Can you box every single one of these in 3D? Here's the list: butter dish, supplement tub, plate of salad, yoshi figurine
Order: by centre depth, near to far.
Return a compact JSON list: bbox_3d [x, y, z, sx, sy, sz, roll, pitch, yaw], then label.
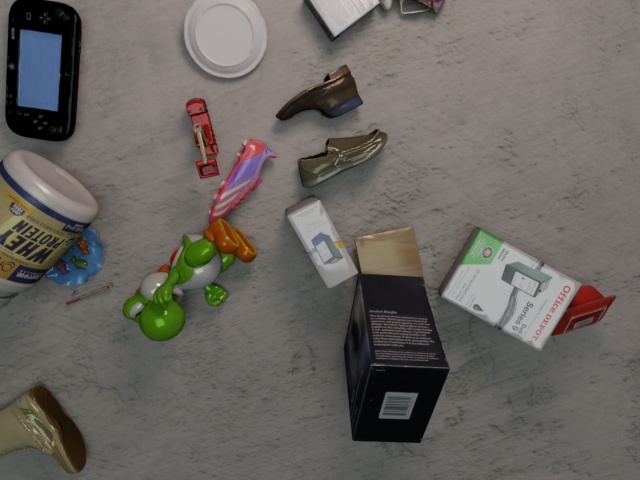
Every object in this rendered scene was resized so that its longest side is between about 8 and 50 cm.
[{"bbox_3d":[-0.703,-0.024,1.154,0.228,0.228,0.316,42,92,-11],"label":"supplement tub"},{"bbox_3d":[-0.229,-0.498,1.215,0.200,0.048,0.199,-2,112,-4],"label":"plate of salad"},{"bbox_3d":[-0.330,0.122,1.261,0.362,0.203,0.203,-38,108,6],"label":"yoshi figurine"},{"bbox_3d":[0.706,0.176,1.401,0.160,0.118,0.159,-17,143,-2],"label":"butter dish"}]

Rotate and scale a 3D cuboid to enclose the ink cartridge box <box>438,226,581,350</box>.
[{"bbox_3d":[0.493,0.123,1.329,0.289,0.121,0.211,29,97,6],"label":"ink cartridge box"}]

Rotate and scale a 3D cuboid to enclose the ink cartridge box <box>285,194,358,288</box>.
[{"bbox_3d":[0.000,0.000,1.279,0.093,0.154,0.212,-27,101,-1],"label":"ink cartridge box"}]

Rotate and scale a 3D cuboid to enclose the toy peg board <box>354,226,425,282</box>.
[{"bbox_3d":[0.182,0.059,1.358,0.161,0.079,0.160,-11,87,-2],"label":"toy peg board"}]

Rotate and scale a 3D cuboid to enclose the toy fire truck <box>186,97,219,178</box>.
[{"bbox_3d":[-0.286,-0.250,1.214,0.047,0.135,0.192,-13,102,-2],"label":"toy fire truck"}]

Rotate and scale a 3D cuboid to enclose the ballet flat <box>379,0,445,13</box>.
[{"bbox_3d":[0.197,-0.599,1.224,0.222,0.077,0.079,9,120,-7],"label":"ballet flat"}]

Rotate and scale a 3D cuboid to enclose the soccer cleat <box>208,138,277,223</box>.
[{"bbox_3d":[-0.204,-0.139,1.275,0.095,0.083,0.248,27,95,-14],"label":"soccer cleat"}]

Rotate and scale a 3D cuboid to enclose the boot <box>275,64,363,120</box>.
[{"bbox_3d":[0.001,-0.336,1.250,0.219,0.082,0.106,-33,100,0],"label":"boot"}]

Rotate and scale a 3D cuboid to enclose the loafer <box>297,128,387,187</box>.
[{"bbox_3d":[0.051,-0.223,1.270,0.251,0.094,0.087,-28,107,1],"label":"loafer"}]

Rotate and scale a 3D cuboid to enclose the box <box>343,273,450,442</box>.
[{"bbox_3d":[0.166,0.287,1.236,0.183,0.294,0.296,4,127,-5],"label":"box"}]

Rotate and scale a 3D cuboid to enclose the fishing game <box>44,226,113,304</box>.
[{"bbox_3d":[-0.653,0.032,1.290,0.189,0.041,0.264,-21,103,2],"label":"fishing game"}]

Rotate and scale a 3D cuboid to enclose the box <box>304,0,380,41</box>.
[{"bbox_3d":[0.049,-0.578,1.209,0.137,0.072,0.126,-36,102,4],"label":"box"}]

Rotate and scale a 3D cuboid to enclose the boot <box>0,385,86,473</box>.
[{"bbox_3d":[-0.781,0.548,1.353,0.204,0.095,0.262,-28,101,1],"label":"boot"}]

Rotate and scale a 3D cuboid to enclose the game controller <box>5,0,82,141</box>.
[{"bbox_3d":[-0.659,-0.400,1.188,0.167,0.067,0.319,7,100,-6],"label":"game controller"}]
